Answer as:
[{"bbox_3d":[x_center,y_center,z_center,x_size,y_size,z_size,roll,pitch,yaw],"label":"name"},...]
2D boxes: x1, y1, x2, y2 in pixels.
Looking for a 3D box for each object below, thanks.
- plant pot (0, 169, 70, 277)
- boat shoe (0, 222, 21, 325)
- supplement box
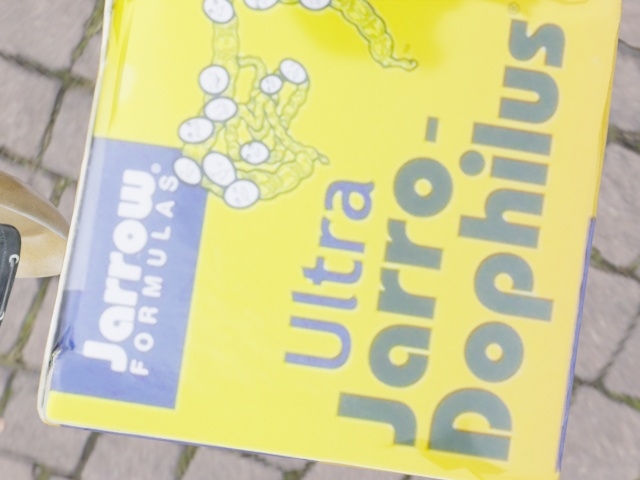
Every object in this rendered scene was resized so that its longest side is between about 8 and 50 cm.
[{"bbox_3d":[-0.271,-0.025,1.092,0.236,0.236,0.032,13,74,-7],"label":"plant pot"},{"bbox_3d":[-0.176,0.053,0.816,0.040,0.049,0.142,-5,125,-35],"label":"boat shoe"},{"bbox_3d":[0.000,0.000,0.779,0.195,0.356,0.194,8,86,-1],"label":"supplement box"}]
